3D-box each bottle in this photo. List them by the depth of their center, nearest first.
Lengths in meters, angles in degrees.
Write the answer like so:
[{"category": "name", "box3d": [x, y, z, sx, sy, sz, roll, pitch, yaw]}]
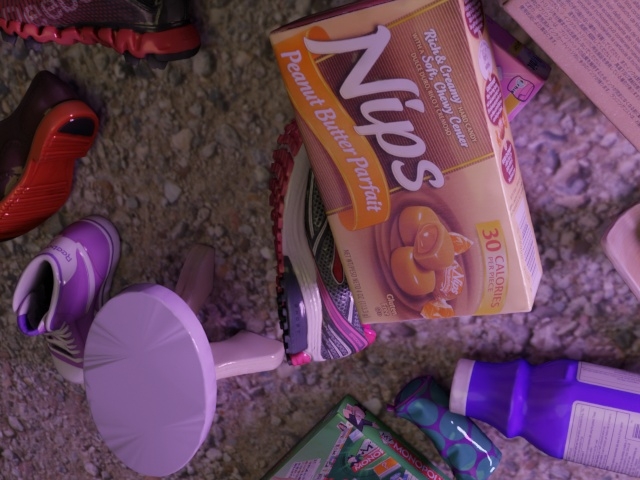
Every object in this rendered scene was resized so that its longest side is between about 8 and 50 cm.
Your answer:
[{"category": "bottle", "box3d": [0.291, 0.194, 0.889, 0.283, 0.092, 0.118, 9, 126, 18]}]

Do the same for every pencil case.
[{"category": "pencil case", "box3d": [0.157, 0.240, 0.984, 0.070, 0.064, 0.151, -40, 95, 7]}]

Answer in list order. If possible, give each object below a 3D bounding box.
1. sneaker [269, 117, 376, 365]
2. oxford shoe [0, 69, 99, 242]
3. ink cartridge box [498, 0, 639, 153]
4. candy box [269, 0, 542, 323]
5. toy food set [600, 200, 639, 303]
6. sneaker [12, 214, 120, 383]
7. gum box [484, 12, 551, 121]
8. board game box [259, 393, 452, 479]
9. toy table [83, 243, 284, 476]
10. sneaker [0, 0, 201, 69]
[{"category": "sneaker", "box3d": [0.000, 0.000, 0.916, 0.112, 0.121, 0.299, -7, 114, -7]}, {"category": "oxford shoe", "box3d": [-0.385, -0.103, 1.036, 0.098, 0.097, 0.271, 51, 120, 16]}, {"category": "ink cartridge box", "box3d": [0.292, -0.200, 0.654, 0.235, 0.088, 0.193, 37, 125, -26]}, {"category": "candy box", "box3d": [0.090, -0.078, 0.765, 0.183, 0.087, 0.316, -8, 111, 26]}, {"category": "toy food set", "box3d": [0.455, 0.010, 0.733, 0.306, 0.092, 0.219, -34, 99, 31]}, {"category": "sneaker", "box3d": [-0.365, 0.112, 1.080, 0.102, 0.161, 0.282, 19, 122, 11]}, {"category": "gum box", "box3d": [0.131, -0.134, 0.812, 0.107, 0.062, 0.188, 40, 123, 0]}, {"category": "board game box", "box3d": [0.026, 0.382, 1.120, 0.213, 0.046, 0.317, 40, 123, 1]}, {"category": "toy table", "box3d": [-0.192, 0.151, 1.027, 0.252, 0.161, 0.274, 26, 121, 9]}, {"category": "sneaker", "box3d": [-0.265, -0.279, 0.883, 0.276, 0.097, 0.135, 11, 119, 15]}]
